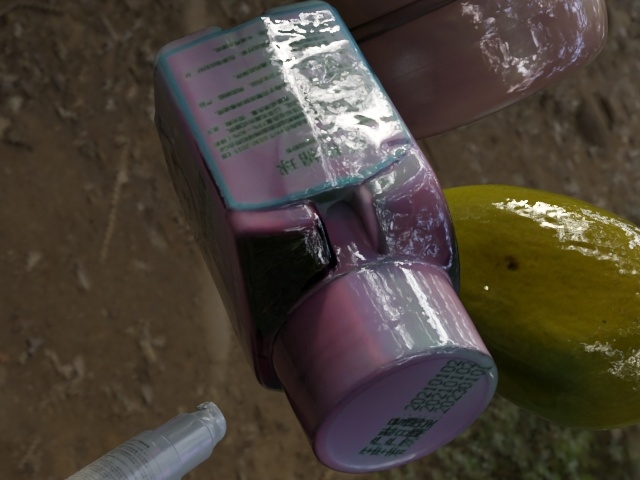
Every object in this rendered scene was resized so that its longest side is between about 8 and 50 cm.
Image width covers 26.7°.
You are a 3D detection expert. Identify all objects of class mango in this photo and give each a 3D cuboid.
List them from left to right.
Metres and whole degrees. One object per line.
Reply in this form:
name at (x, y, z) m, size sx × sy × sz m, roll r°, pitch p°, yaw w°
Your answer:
mango at (0.132, 0.030, 0.850) m, size 0.237 × 0.137 × 0.091 m, roll 31°, pitch -16°, yaw 20°

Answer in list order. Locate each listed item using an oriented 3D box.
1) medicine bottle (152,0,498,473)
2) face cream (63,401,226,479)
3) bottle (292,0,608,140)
medicine bottle at (0.000, 0.000, 0.575) m, size 0.119 × 0.094 × 0.188 m, roll 85°, pitch -17°, yaw -51°
face cream at (-0.094, 0.117, 0.669) m, size 0.130 × 0.034 × 0.034 m, roll -30°, pitch 95°, yaw -47°
bottle at (0.043, -0.204, 0.698) m, size 0.296 × 0.173 × 0.206 m, roll 65°, pitch 19°, yaw -7°
